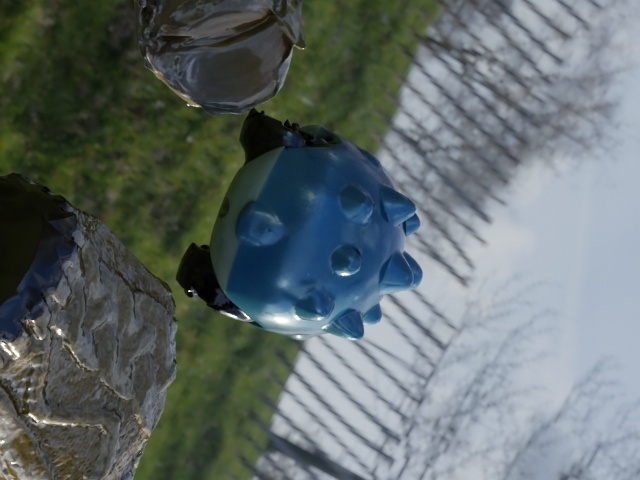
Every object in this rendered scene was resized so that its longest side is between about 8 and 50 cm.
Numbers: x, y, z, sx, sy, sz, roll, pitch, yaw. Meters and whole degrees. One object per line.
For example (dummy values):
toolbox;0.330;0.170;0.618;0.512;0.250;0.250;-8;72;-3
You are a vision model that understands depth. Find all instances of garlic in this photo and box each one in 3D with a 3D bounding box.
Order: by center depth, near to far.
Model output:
garlic;-0.120;-0.255;1.365;0.143;0.177;0.230;-133;-144;-58

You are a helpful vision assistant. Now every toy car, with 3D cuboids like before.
toy car;0.000;0.000;1.159;0.189;0.190;0.255;-66;169;2

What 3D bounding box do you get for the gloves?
gloves;-0.183;0.095;0.860;0.203;0.155;0.356;-62;172;-22
